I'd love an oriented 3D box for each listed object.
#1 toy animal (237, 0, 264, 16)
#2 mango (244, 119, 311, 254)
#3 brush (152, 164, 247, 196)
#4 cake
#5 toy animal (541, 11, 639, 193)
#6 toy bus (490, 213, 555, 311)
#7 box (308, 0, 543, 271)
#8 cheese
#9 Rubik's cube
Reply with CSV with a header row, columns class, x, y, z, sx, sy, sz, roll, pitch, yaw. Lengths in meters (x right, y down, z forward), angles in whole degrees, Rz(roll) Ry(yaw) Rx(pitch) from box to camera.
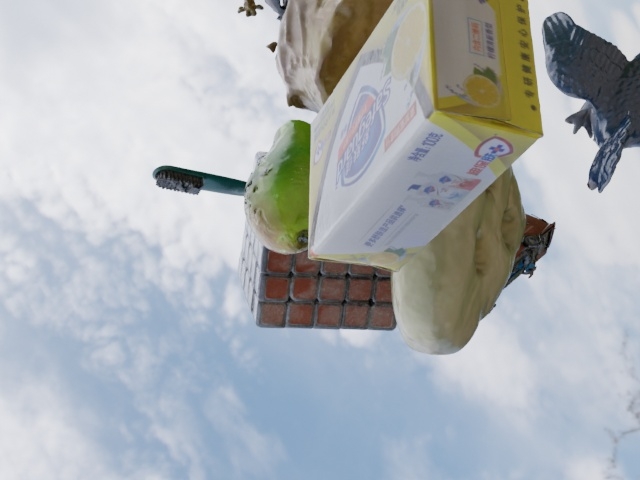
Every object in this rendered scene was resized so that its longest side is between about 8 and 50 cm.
class,x,y,z,sx,sy,sz,roll,pitch,yaw
toy animal,-0.135,-0.511,1.698,0.149,0.054,0.275,84,-179,-72
mango,-0.040,-0.073,1.238,0.111,0.125,0.233,85,180,-46
brush,-0.190,-0.091,1.561,0.193,0.043,0.032,11,-132,-29
cake,0.067,-0.346,1.503,0.332,0.332,0.321,31,-168,-43
toy animal,0.327,-0.142,0.956,0.239,0.176,0.255,28,-102,-2
toy bus,0.259,0.031,1.395,0.096,0.073,0.235,34,-130,27
box,0.080,-0.100,0.824,0.097,0.265,0.168,12,-119,-18
cheese,0.161,-0.039,1.189,0.328,0.129,0.351,-63,-35,-37
Rubik's cube,0.000,0.000,1.522,0.237,0.237,0.238,-126,42,-69
